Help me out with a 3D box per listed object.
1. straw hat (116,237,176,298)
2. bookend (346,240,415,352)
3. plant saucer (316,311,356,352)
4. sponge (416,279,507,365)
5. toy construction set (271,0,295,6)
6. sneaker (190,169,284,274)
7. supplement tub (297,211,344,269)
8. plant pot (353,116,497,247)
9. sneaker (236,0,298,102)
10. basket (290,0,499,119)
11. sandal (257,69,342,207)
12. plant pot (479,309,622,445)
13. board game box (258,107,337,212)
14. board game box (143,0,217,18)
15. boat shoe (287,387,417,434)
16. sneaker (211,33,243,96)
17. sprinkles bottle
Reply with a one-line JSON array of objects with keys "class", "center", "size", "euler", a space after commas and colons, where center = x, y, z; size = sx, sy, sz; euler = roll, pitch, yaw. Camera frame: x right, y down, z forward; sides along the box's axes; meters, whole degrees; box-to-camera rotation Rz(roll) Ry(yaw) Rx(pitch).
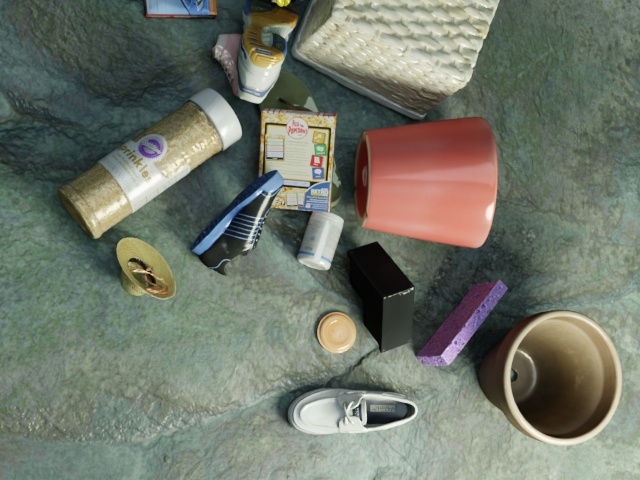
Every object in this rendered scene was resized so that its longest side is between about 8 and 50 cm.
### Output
[{"class": "straw hat", "center": [-0.347, 0.069, 1.871], "size": [0.144, 0.144, 0.061], "euler": [45, 115, -7]}, {"class": "bookend", "center": [0.119, 0.114, 2.000], "size": [0.072, 0.156, 0.157], "euler": [-18, 132, -19]}, {"class": "plant saucer", "center": [0.033, 0.187, 2.004], "size": [0.084, 0.013, 0.083], "euler": [3, 81, -17]}, {"class": "sponge", "center": [0.291, 0.171, 2.034], "size": [0.031, 0.117, 0.210], "euler": [45, 72, -9]}, {"class": "toy construction set", "center": [-0.057, -0.591, 1.952], "size": [0.151, 0.215, 0.327], "euler": [14, 41, -8]}, {"class": "sneaker", "center": [-0.143, -0.034, 1.923], "size": [0.232, 0.081, 0.090], "euler": [-43, 108, 7]}, {"class": "supplement tub", "center": [0.000, 0.000, 1.989], "size": [0.071, 0.071, 0.107], "euler": [22, 77, -14]}, {"class": "plant pot", "center": [0.200, -0.121, 1.980], "size": [0.243, 0.275, 0.274], "euler": [2, 82, -7]}, {"class": "sneaker", "center": [-0.120, -0.382, 1.950], "size": [0.112, 0.131, 0.296], "euler": [19, 36, -5]}, {"class": "basket", "center": [0.162, -0.476, 2.003], "size": [0.331, 0.266, 0.328], "euler": [25, 77, -11]}, {"class": "sandal", "center": [-0.027, -0.211, 1.999], "size": [0.120, 0.086, 0.302], "euler": [-26, 91, -19]}, {"class": "plant pot", "center": [0.438, 0.278, 2.007], "size": [0.263, 0.229, 0.263], "euler": [3, 81, -18]}, {"class": "board game box", "center": [-0.047, -0.158, 1.944], "size": [0.147, 0.045, 0.193], "euler": [6, 107, 3]}, {"class": "board game box", "center": [-0.292, -0.588, 1.996], "size": [0.145, 0.027, 0.281], "euler": [-3, 84, -17]}, {"class": "boat shoe", "center": [0.067, 0.334, 1.957], "size": [0.258, 0.084, 0.095], "euler": [-5, 85, -18]}, {"class": "sneaker", "center": [-0.186, -0.355, 1.988], "size": [0.070, 0.051, 0.134], "euler": [4, 77, -17]}, {"class": "sprinkles bottle", "center": [-0.320, -0.148, 1.880], "size": [0.355, 0.121, 0.121], "euler": [-38, 95, -18]}]
